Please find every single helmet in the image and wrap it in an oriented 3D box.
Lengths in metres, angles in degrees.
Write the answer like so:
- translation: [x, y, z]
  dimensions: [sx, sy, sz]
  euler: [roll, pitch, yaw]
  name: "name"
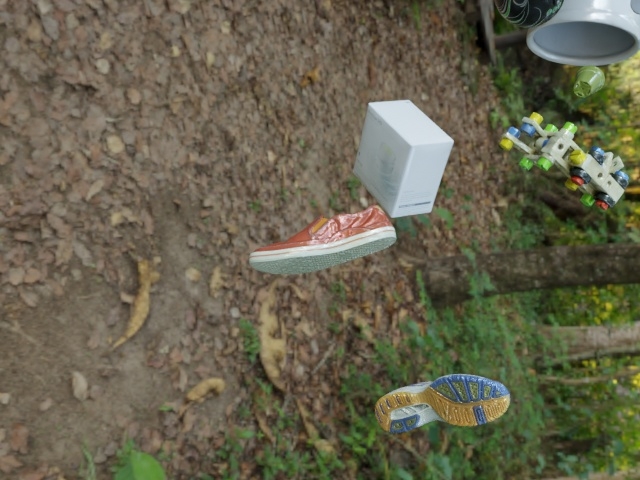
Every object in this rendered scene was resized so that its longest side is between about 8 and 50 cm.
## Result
- translation: [0.495, -0.591, 1.637]
  dimensions: [0.161, 0.169, 0.169]
  euler: [90, 1, -77]
  name: "helmet"

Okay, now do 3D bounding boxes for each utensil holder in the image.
- translation: [0.812, -0.769, 2.072]
  dimensions: [0.327, 0.328, 0.385]
  euler: [23, 76, -65]
  name: "utensil holder"

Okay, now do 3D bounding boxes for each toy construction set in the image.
- translation: [0.604, -0.177, 1.637]
  dimensions: [0.328, 0.215, 0.151]
  euler: [19, 98, -26]
  name: "toy construction set"

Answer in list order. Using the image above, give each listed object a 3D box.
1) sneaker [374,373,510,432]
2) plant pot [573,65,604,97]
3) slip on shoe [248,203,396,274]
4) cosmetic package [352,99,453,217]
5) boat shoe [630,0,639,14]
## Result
- translation: [0.268, 0.339, 1.498]
  dimensions: [0.131, 0.296, 0.111]
  euler: [-8, 87, -64]
  name: "sneaker"
- translation: [0.753, -0.443, 1.951]
  dimensions: [0.079, 0.083, 0.083]
  euler: [-44, 128, -44]
  name: "plant pot"
- translation: [0.000, 0.000, 1.536]
  dimensions: [0.123, 0.331, 0.101]
  euler: [79, -6, -69]
  name: "slip on shoe"
- translation: [0.211, -0.219, 1.822]
  dimensions: [0.224, 0.138, 0.224]
  euler: [54, -37, 43]
  name: "cosmetic package"
- translation: [0.810, -0.658, 1.644]
  dimensions: [0.076, 0.080, 0.228]
  euler: [-44, 148, -48]
  name: "boat shoe"
